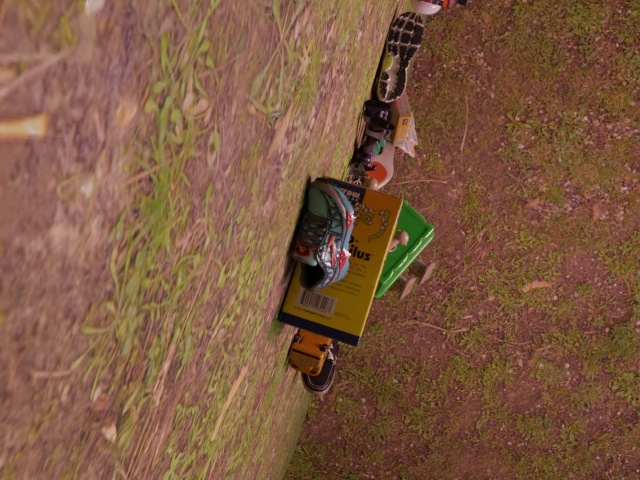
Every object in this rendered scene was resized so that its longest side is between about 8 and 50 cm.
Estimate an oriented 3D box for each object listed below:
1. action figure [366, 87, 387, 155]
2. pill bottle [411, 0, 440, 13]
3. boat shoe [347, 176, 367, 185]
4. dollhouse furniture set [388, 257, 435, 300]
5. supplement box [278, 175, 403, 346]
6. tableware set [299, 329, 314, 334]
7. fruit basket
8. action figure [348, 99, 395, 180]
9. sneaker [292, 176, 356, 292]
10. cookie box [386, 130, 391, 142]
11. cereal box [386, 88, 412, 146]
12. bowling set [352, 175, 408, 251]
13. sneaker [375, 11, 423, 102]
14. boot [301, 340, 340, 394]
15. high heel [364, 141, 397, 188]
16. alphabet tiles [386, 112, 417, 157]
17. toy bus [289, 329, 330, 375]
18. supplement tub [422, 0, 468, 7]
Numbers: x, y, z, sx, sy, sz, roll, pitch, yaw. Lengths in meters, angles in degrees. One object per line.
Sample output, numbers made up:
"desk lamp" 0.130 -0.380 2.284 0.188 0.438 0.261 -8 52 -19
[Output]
"action figure" 0.190 -0.401 1.996 0.137 0.064 0.232 -64 162 -47
"pill bottle" 0.353 -0.838 1.876 0.245 0.137 0.136 96 13 -62
"boat shoe" 0.123 -0.148 2.048 0.233 0.079 0.084 97 10 -65
"dollhouse furniture set" 0.255 0.077 2.644 0.394 0.362 0.256 -34 156 -27
"supplement box" 0.054 0.053 1.457 0.194 0.195 0.356 45 62 -83
"tableware set" 0.021 0.199 1.823 0.128 0.039 0.194 -46 -176 40
"fruit basket" 0.226 0.013 2.327 0.392 0.283 0.392 -47 179 -1
"action figure" 0.154 -0.291 1.843 0.285 0.099 0.185 105 -3 -60
"sneaker" 0.000 0.000 1.243 0.125 0.104 0.261 -35 133 -40
"cookie box" 0.230 -0.400 2.216 0.107 0.092 0.040 -57 166 -67
"cereal box" 0.245 -0.454 1.975 0.173 0.048 0.240 92 -10 -65
"bowling set" 0.149 -0.106 1.892 0.199 0.154 0.287 -112 177 -56
"sneaker" 0.226 -0.562 1.845 0.118 0.107 0.278 -133 -118 -76
"boot" 0.024 0.371 2.316 0.284 0.138 0.377 102 4 -47
"high heel" 0.203 -0.293 2.320 0.377 0.127 0.181 -50 -161 -29
"alphabet tiles" 0.291 -0.451 2.216 0.284 0.021 0.277 18 62 -59
"toy bus" -0.022 0.331 1.963 0.332 0.108 0.130 -56 164 -70
"supplement tub" 0.336 -0.736 1.733 0.106 0.198 0.106 18 90 -83
